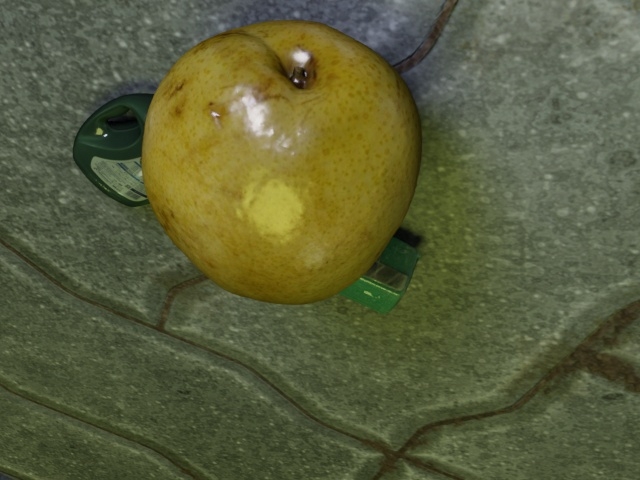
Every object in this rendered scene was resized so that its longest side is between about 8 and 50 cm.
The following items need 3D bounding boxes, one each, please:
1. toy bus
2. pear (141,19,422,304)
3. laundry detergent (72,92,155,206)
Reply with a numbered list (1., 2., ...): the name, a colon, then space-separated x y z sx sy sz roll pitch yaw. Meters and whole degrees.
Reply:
1. toy bus: 0.000 0.000 1.240 0.262 0.109 0.091 24 148 -3
2. pear: -0.043 -0.085 1.003 0.314 0.314 0.314 12 141 10
3. laundry detergent: -0.218 -0.130 1.199 0.144 0.078 0.222 42 138 -20
